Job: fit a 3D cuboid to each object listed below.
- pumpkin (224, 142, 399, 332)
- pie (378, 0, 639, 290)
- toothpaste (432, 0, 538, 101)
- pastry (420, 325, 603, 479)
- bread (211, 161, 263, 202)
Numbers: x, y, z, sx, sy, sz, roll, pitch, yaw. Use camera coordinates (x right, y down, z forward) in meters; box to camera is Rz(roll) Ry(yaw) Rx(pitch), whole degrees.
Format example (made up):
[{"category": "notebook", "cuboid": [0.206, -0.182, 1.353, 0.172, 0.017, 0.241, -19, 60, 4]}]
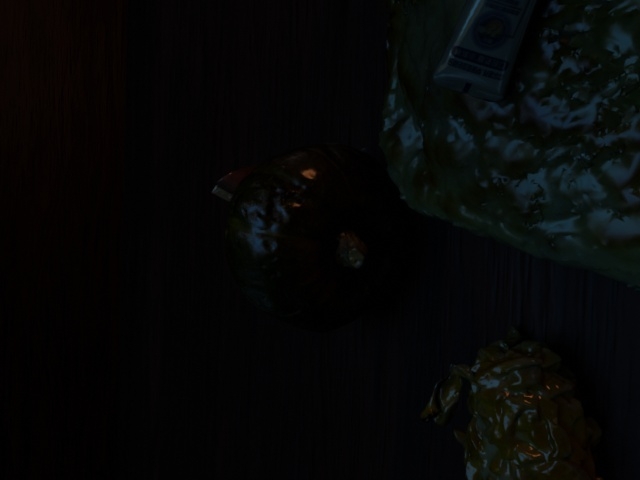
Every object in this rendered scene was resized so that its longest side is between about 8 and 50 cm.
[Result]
[{"category": "pumpkin", "cuboid": [0.002, 0.000, 0.595, 0.189, 0.260, 0.261, 14, 100, 50]}, {"category": "pie", "cuboid": [0.199, -0.179, 0.412, 0.395, 0.180, 0.419, 14, 106, 50]}, {"category": "toothpaste", "cuboid": [0.145, -0.215, 0.302, 0.039, 0.062, 0.239, -68, -6, -57]}, {"category": "pastry", "cuboid": [0.201, 0.218, 0.455, 0.154, 0.102, 0.250, -25, 71, 46]}, {"category": "bread", "cuboid": [-0.088, -0.083, 0.829, 0.067, 0.192, 0.119, -50, 15, 46]}]
